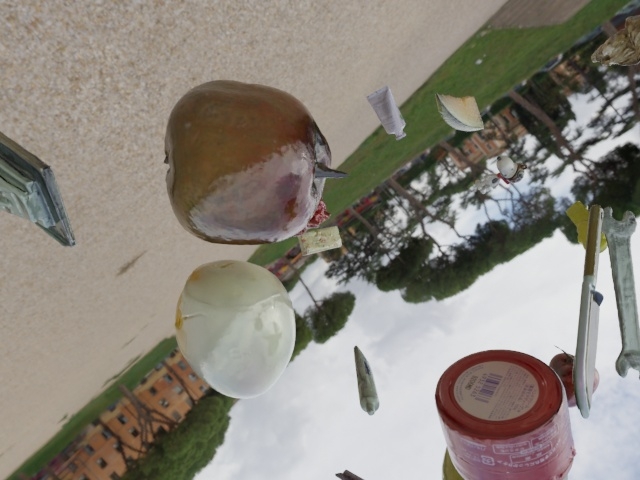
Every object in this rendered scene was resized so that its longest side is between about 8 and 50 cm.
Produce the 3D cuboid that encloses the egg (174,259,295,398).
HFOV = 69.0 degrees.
[{"bbox_3d":[-0.199,0.216,1.132,0.283,0.345,0.283,-9,-161,3],"label":"egg"}]

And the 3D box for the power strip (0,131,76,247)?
[{"bbox_3d":[-0.537,-0.089,0.816,0.064,0.213,0.198,-45,156,-37],"label":"power strip"}]

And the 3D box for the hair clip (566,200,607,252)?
[{"bbox_3d":[0.652,-0.033,1.133,0.173,0.046,0.072,-78,-167,-51],"label":"hair clip"}]

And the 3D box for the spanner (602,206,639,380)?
[{"bbox_3d":[0.524,0.087,0.803,0.071,0.302,0.017,1,169,0],"label":"spanner"}]

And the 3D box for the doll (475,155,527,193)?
[{"bbox_3d":[0.319,-0.111,0.823,0.085,0.058,0.040,-60,-177,42],"label":"doll"}]

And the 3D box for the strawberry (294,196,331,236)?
[{"bbox_3d":[-0.093,-0.113,1.051,0.233,0.178,0.234,-7,-150,4],"label":"strawberry"}]

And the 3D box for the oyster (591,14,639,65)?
[{"bbox_3d":[0.849,-0.513,1.158,0.166,0.110,0.341,-23,-158,-16],"label":"oyster"}]

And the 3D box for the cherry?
[{"bbox_3d":[0.556,0.305,1.036,0.106,0.086,0.126,-110,-156,-54],"label":"cherry"}]

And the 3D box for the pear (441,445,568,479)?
[{"bbox_3d":[0.389,0.513,0.997,0.253,0.252,0.307,-53,149,-78],"label":"pear"}]

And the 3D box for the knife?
[{"bbox_3d":[0.403,0.090,0.687,0.027,0.061,0.343,-7,-132,43],"label":"knife"}]

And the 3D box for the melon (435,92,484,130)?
[{"bbox_3d":[0.357,-0.335,1.216,0.182,0.098,0.054,-12,-175,-42],"label":"melon"}]

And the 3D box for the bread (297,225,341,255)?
[{"bbox_3d":[0.000,0.000,1.422,0.153,0.068,0.028,-12,176,-38],"label":"bread"}]

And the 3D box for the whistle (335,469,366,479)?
[{"bbox_3d":[0.086,0.504,0.951,0.033,0.033,0.176,-43,-166,-27],"label":"whistle"}]

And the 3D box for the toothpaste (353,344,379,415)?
[{"bbox_3d":[0.096,0.297,0.985,0.038,0.060,0.233,-34,-169,8],"label":"toothpaste"}]

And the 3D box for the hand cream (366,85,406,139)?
[{"bbox_3d":[0.184,-0.335,1.243,0.053,0.142,0.084,-40,-163,-33],"label":"hand cream"}]

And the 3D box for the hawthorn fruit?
[{"bbox_3d":[-0.101,-0.119,0.773,0.268,0.300,0.268,-172,-90,-90],"label":"hawthorn fruit"}]

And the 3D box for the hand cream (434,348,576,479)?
[{"bbox_3d":[0.277,0.270,0.712,0.193,0.125,0.193,-15,-158,6],"label":"hand cream"}]
